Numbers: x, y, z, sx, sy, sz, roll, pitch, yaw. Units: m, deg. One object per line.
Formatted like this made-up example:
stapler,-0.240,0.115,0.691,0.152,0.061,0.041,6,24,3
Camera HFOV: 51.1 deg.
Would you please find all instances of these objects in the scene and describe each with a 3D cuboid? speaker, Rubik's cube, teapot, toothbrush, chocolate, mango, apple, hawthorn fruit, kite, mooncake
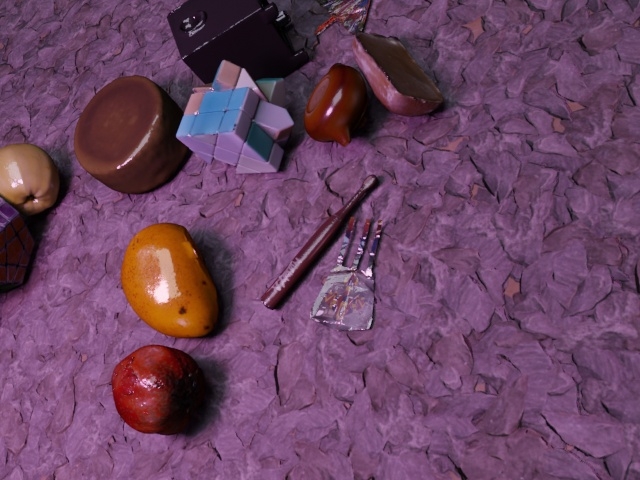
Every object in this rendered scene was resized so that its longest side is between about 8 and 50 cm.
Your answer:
speaker,-0.200,-0.498,1.639,0.253,0.232,0.184,-30,58,11
Rubik's cube,-0.896,0.015,1.693,0.318,0.319,0.264,20,52,32
teapot,0.049,-0.307,1.503,0.178,0.135,0.252,-38,31,40
toothbrush,0.000,0.000,1.417,0.041,0.041,0.364,37,85,34
Rubik's cube,-0.180,-0.289,1.538,0.265,0.224,0.213,3,66,33
chocolate,0.155,-0.354,1.467,0.083,0.161,0.261,-57,43,36
mango,-0.330,0.096,1.464,0.191,0.160,0.290,-35,65,-1
apple,-0.792,-0.166,1.791,0.199,0.200,0.200,-11,62,21
hawthorn fruit,-0.352,0.297,1.359,0.235,0.181,0.181,2,67,27
kite,0.065,0.067,1.366,0.141,0.015,0.245,8,73,27
kite,0.057,-0.582,1.692,0.189,0.009,0.232,-38,55,5
mooncake,-0.474,-0.262,1.701,0.284,0.155,0.285,-9,64,20
